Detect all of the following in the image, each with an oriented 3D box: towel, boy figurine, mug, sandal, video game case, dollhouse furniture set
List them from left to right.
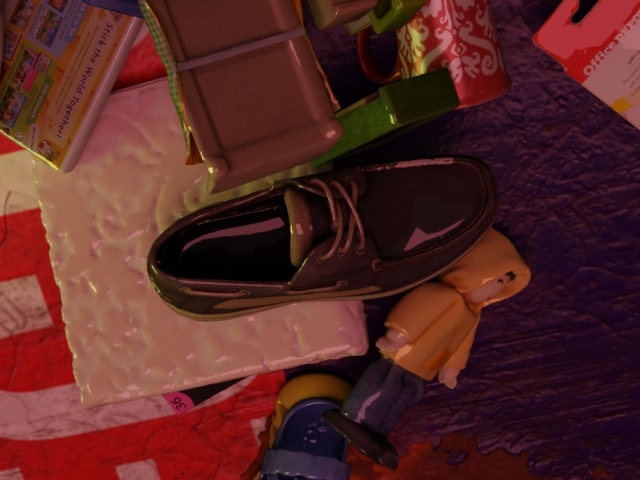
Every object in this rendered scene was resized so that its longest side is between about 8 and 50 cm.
[{"bbox_3d":[-0.297,-0.216,1.409,0.206,0.026,0.227,33,111,9],"label":"video game case"},{"bbox_3d":[-0.131,-0.011,1.438,0.317,0.053,0.332,-13,82,8],"label":"towel"},{"bbox_3d":[-0.046,-0.163,1.302,0.301,0.151,0.197,-20,90,-34],"label":"dollhouse furniture set"},{"bbox_3d":[-0.033,0.317,1.613,0.126,0.138,0.317,8,115,-5],"label":"sandal"},{"bbox_3d":[0.107,-0.224,1.393,0.150,0.113,0.169,-11,109,3],"label":"mug"},{"bbox_3d":[0.127,0.115,1.523,0.285,0.092,0.177,-51,144,-3],"label":"boy figurine"}]

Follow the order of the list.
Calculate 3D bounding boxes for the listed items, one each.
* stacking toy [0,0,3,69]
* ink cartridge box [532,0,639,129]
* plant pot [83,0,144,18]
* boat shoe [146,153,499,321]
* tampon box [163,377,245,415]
[{"bbox_3d":[-0.578,-0.196,1.300,0.480,0.350,0.350,19,113,12],"label":"stacking toy"},{"bbox_3d":[0.340,-0.196,1.417,0.231,0.078,0.134,36,109,-14],"label":"ink cartridge box"},{"bbox_3d":[-0.150,-0.353,1.257,0.212,0.236,0.236,45,112,22],"label":"plant pot"},{"bbox_3d":[0.000,0.000,1.321,0.355,0.130,0.132,-18,81,7],"label":"boat shoe"},{"bbox_3d":[-0.124,0.094,1.534,0.161,0.101,0.120,-31,110,13],"label":"tampon box"}]
